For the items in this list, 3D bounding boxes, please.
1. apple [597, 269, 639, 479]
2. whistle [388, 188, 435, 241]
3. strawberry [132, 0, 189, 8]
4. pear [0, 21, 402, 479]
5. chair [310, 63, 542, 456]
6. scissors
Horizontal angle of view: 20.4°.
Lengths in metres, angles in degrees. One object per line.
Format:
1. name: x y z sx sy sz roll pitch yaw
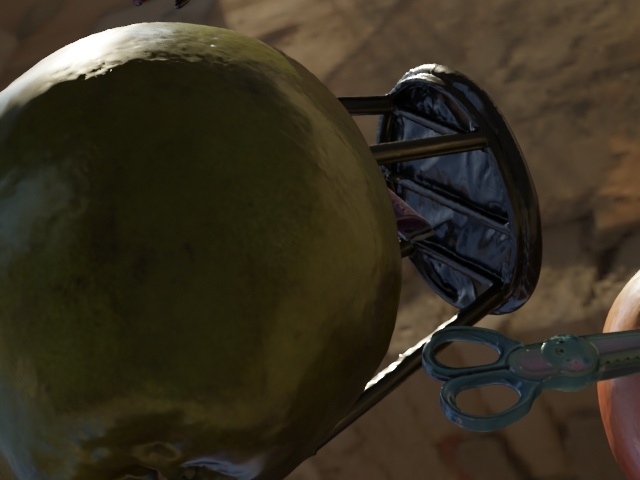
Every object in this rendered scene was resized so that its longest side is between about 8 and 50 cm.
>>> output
1. apple: 0.483 0.147 2.002 0.364 0.364 0.364 40 -137 -51
2. whistle: 0.061 -0.043 1.865 0.176 0.033 0.033 44 174 49
3. strawberry: -0.129 -0.275 1.597 0.167 0.208 0.087 -40 -73 -16
4. pear: -0.119 0.017 1.259 0.352 0.352 0.413 58 -163 -32
5. chair: 0.000 0.000 1.988 0.410 0.365 0.361 -19 -67 -25
6. scissors: 0.225 0.113 1.638 0.125 0.256 0.030 -113 20 -49
